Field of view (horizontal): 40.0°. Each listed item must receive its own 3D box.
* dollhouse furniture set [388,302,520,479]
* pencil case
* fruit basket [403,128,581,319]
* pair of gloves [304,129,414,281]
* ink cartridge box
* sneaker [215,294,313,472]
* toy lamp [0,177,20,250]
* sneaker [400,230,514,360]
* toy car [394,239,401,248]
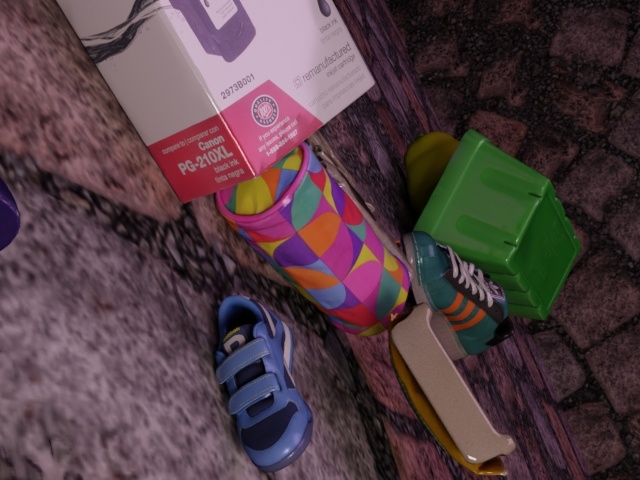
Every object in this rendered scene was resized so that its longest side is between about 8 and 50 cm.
[{"bbox_3d":[0.104,0.224,0.807,0.302,0.151,0.197,59,-2,13],"label":"dollhouse furniture set"},{"bbox_3d":[0.000,0.000,0.820,0.236,0.104,0.104,48,22,-48],"label":"pencil case"},{"bbox_3d":[0.270,-0.047,1.641,0.392,0.283,0.392,28,-10,5],"label":"fruit basket"},{"bbox_3d":[0.017,-0.066,1.035,0.204,0.042,0.240,50,8,-39],"label":"pair of gloves"},{"bbox_3d":[-0.087,-0.177,0.675,0.172,0.100,0.237,-44,111,-41],"label":"ink cartridge box"},{"bbox_3d":[-0.045,0.095,0.605,0.059,0.053,0.144,53,10,-37],"label":"sneaker"},{"bbox_3d":[-0.191,-0.120,0.412,0.080,0.080,0.275,36,33,-61],"label":"toy lamp"},{"bbox_3d":[0.206,0.071,1.302,0.302,0.121,0.108,55,20,-49],"label":"sneaker"},{"bbox_3d":[0.083,0.028,1.206,0.040,0.060,0.122,22,-6,5],"label":"toy car"}]
